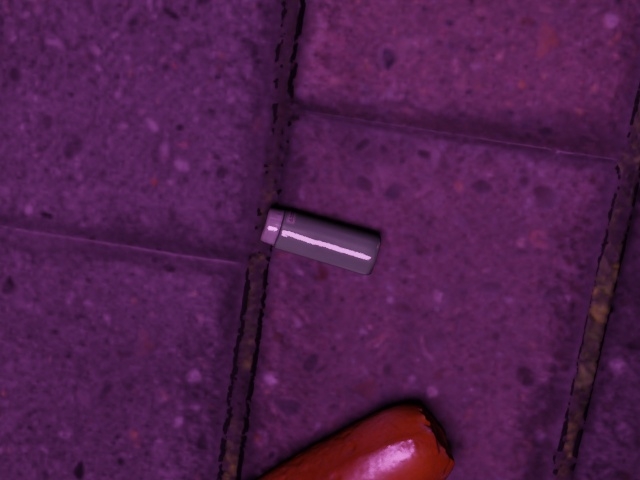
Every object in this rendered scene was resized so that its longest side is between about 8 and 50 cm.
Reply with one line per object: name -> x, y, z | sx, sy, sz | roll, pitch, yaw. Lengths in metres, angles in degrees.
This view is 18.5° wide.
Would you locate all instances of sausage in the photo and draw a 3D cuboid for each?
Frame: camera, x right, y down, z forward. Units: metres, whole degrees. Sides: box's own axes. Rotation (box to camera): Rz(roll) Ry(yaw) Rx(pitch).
sausage -> 0.007, 0.187, 1.460 | 0.197, 0.076, 0.076 | -30, 109, 18

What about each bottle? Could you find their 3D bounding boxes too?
bottle -> 0.000, 0.000, 1.399 | 0.083, 0.030, 0.030 | 16, 115, -2
